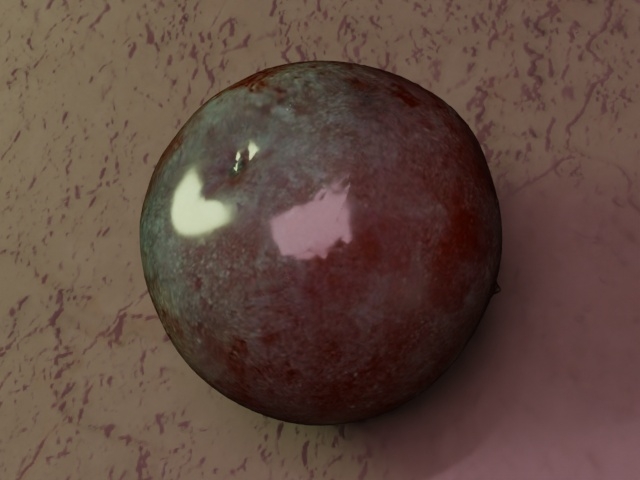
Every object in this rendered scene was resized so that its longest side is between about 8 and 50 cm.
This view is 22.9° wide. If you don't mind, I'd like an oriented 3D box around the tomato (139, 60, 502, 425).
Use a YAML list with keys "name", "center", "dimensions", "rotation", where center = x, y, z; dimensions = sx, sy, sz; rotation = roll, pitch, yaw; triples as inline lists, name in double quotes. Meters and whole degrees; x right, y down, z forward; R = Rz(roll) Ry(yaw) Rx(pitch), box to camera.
- name: "tomato"
  center: [0.000, 0.000, 1.355]
  dimensions: [0.317, 0.282, 0.316]
  rotation: [-17, 57, 28]
